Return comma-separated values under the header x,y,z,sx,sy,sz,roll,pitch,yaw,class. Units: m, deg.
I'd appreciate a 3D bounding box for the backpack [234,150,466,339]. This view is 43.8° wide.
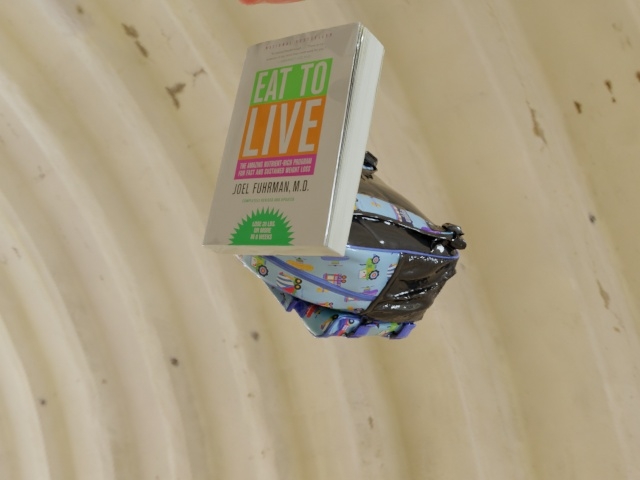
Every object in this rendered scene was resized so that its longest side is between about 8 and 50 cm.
x,y,z,sx,sy,sz,roll,pitch,yaw,class
0.000,0.000,0.626,0.158,0.173,0.116,46,-60,40,backpack

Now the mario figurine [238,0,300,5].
x,y,z,sx,sy,sz,roll,pitch,yaw,class
-0.091,-0.386,0.833,0.170,0.321,0.198,-51,179,40,mario figurine

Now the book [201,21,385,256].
x,y,z,sx,sy,sz,roll,pitch,yaw,class
-0.019,-0.061,0.509,0.096,0.035,0.144,0,-108,33,book
